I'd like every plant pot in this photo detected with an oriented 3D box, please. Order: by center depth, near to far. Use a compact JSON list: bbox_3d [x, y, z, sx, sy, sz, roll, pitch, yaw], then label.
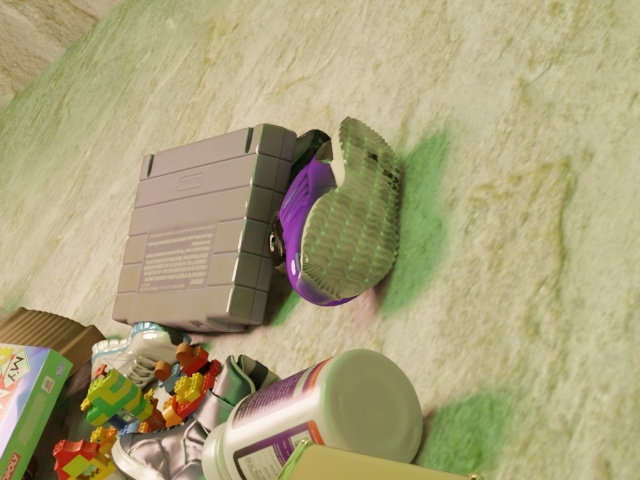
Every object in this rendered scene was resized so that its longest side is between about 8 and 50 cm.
[{"bbox_3d":[-0.405,0.163,2.113,0.237,0.110,0.237,-37,4,3],"label":"plant pot"}]

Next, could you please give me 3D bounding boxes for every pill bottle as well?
[{"bbox_3d":[-0.014,0.168,1.358,0.193,0.108,0.108,-28,29,46],"label":"pill bottle"}]

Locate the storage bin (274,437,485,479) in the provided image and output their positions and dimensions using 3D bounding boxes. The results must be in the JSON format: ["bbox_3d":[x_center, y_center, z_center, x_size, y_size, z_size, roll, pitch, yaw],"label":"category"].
[{"bbox_3d":[0.019,0.276,1.067,0.260,0.123,0.262,-56,21,-16],"label":"storage bin"}]

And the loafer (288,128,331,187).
[{"bbox_3d":[-0.077,-0.074,1.985,0.223,0.078,0.076,-35,24,35],"label":"loafer"}]

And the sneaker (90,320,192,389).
[{"bbox_3d":[-0.216,0.154,1.907,0.191,0.071,0.083,-29,41,51],"label":"sneaker"}]

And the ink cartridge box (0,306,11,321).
[{"bbox_3d":[-0.558,0.236,2.233,0.353,0.207,0.119,-50,41,-1],"label":"ink cartridge box"}]

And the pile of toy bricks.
[{"bbox_3d":[-0.211,0.179,1.766,0.212,0.105,0.118,-40,21,25],"label":"pile of toy bricks"}]

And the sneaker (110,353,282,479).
[{"bbox_3d":[-0.111,0.181,1.552,0.226,0.086,0.163,20,82,59],"label":"sneaker"}]

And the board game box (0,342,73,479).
[{"bbox_3d":[-0.441,0.269,1.914,0.213,0.046,0.317,1,59,39],"label":"board game box"}]

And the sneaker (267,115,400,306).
[{"bbox_3d":[0.001,0.000,1.670,0.146,0.102,0.293,-43,15,30],"label":"sneaker"}]

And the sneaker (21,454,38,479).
[{"bbox_3d":[-0.449,0.330,2.035,0.281,0.106,0.162,-19,29,38],"label":"sneaker"}]

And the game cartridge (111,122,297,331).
[{"bbox_3d":[-0.142,-0.005,1.903,0.355,0.068,0.230,-6,76,62],"label":"game cartridge"}]
